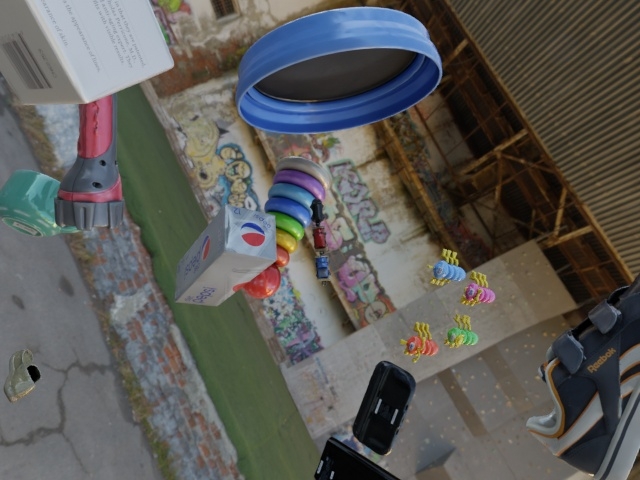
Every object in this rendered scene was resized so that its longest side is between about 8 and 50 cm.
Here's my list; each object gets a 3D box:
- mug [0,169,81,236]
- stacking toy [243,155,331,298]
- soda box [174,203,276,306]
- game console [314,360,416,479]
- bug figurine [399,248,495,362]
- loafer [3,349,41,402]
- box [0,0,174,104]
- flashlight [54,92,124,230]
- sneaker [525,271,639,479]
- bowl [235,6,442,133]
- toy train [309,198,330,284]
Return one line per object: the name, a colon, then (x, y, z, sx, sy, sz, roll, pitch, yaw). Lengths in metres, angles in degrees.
mug: (-0.566, -0.064, 0.813, 0.129, 0.158, 0.097, 84, 18, -61)
stacking toy: (-0.088, -0.024, 0.920, 0.141, 0.330, 0.141, 17, -20, 6)
soda box: (-0.190, 0.042, 0.767, 0.286, 0.098, 0.091, -36, -129, 47)
game console: (0.129, 0.465, 0.918, 0.213, 0.361, 0.044, 21, 2, 27)
bug figurine: (0.309, 0.169, 0.947, 0.072, 0.216, 0.279, 39, -64, 63)
loafer: (-0.601, 0.271, 0.818, 0.148, 0.050, 0.056, 38, -43, 53)
box: (-0.288, -0.254, 0.433, 0.181, 0.119, 0.182, 13, -47, 36)
flashlight: (-0.367, -0.172, 0.637, 0.103, 0.103, 0.304, 18, -73, 43)
sneaker: (0.374, 0.152, 0.528, 0.127, 0.321, 0.126, 21, 8, 32)
bowl: (0.030, -0.306, 0.776, 0.391, 0.391, 0.077, 159, -78, -81)
toy train: (0.000, 0.000, 0.713, 0.036, 0.027, 0.158, 98, -13, -76)
